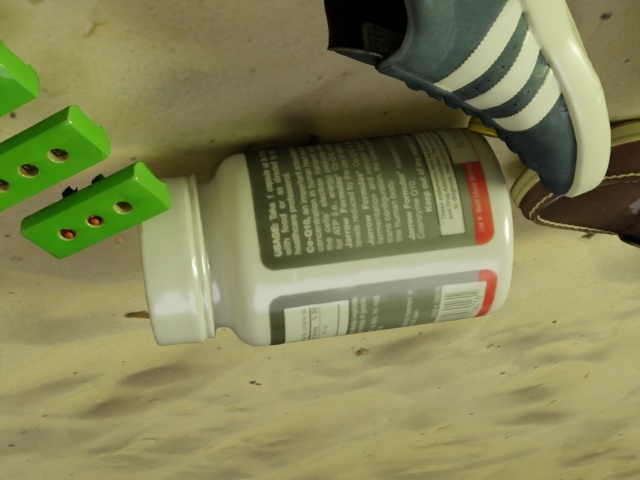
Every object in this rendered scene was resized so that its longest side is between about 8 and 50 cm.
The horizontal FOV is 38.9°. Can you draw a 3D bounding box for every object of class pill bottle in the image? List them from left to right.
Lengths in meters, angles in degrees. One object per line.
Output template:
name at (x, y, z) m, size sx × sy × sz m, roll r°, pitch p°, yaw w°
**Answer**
pill bottle at (0.000, 0.000, 0.749) m, size 0.283 × 0.161 × 0.161 m, roll -7°, pitch 152°, yaw -6°

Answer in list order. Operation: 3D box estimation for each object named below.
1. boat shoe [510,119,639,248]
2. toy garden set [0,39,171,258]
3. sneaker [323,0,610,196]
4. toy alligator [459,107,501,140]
boat shoe at (0.351, -0.032, 0.856) m, size 0.342 × 0.123 × 0.123 m, roll -1°, pitch 151°, yaw -18°
toy garden set at (-0.258, -0.065, 0.621) m, size 0.204 × 0.049 × 0.244 m, roll -23°, pitch 140°, yaw 20°
sneaker at (0.088, -0.132, 0.581) m, size 0.148 × 0.131 × 0.350 m, roll -19°, pitch 142°, yaw 15°
toy alligator at (0.122, -0.113, 0.705) m, size 0.190 × 0.056 × 0.051 m, roll 11°, pitch -174°, yaw -36°
